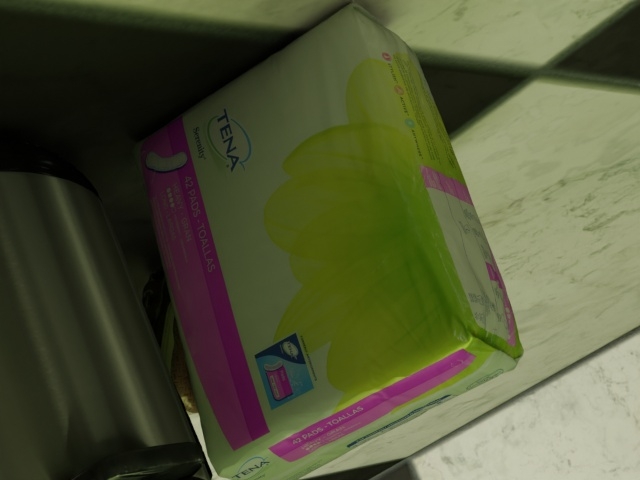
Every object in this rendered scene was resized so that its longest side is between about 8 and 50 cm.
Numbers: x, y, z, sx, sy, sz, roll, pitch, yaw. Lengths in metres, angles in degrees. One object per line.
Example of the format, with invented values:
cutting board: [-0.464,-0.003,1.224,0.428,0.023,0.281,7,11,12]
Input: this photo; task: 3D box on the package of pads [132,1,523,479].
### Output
package of pads: [0.000,0.000,1.064,0.229,0.296,0.101,-30,150,21]

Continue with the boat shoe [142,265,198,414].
boat shoe: [-0.135,0.090,1.325,0.095,0.095,0.257,-20,-161,12]

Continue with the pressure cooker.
pressure cooker: [-0.272,0.185,1.061,0.375,0.420,0.370,-20,161,-9]
